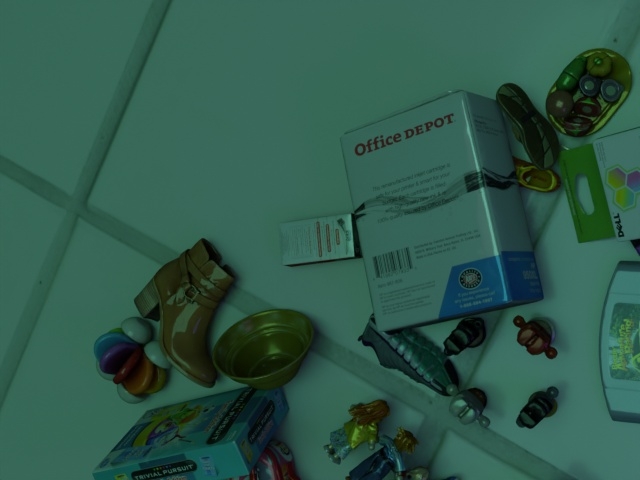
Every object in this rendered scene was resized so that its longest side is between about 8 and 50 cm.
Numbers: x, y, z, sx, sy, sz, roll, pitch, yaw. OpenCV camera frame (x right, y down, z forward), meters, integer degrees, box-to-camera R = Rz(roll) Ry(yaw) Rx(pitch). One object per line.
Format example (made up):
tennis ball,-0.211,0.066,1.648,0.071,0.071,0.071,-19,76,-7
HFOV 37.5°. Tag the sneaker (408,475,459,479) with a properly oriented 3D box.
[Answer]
sneaker,0.195,0.485,1.853,0.152,0.058,0.085,-39,82,23

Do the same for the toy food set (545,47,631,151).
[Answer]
toy food set,0.485,-0.266,1.765,0.128,0.071,0.218,40,102,20

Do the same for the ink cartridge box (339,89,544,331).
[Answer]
ink cartridge box,0.225,-0.049,1.783,0.285,0.166,0.395,-16,80,35

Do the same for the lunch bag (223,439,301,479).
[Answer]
lunch bag,-0.138,0.568,1.966,0.258,0.120,0.293,-12,84,18

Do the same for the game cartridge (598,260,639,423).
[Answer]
game cartridge,0.604,0.186,1.700,0.196,0.060,0.294,2,87,27

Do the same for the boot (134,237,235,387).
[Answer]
boot,-0.257,0.156,2.054,0.220,0.109,0.283,-42,65,12

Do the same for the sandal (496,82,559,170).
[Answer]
sandal,0.387,-0.213,1.777,0.072,0.049,0.180,-32,86,-15

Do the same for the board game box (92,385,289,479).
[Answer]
board game box,-0.262,0.410,1.943,0.336,0.254,0.079,-17,104,21

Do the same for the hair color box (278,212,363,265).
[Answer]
hair color box,0.000,0.000,1.968,0.167,0.053,0.093,-7,83,24

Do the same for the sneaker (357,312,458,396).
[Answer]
sneaker,0.175,0.238,1.882,0.223,0.083,0.098,44,133,16

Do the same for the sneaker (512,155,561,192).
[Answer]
sneaker,0.374,-0.133,1.808,0.175,0.067,0.064,12,93,25

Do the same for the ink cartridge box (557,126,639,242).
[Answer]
ink cartridge box,0.524,-0.092,1.666,0.255,0.097,0.189,-14,91,46

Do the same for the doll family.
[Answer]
doll family,0.107,0.407,1.831,0.163,0.118,0.263,-44,51,12

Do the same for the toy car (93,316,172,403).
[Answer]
toy car,-0.429,0.268,2.090,0.182,0.136,0.159,42,103,20

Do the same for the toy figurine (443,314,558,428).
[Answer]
toy figurine,0.339,0.244,1.766,0.213,0.148,0.210,-4,91,21

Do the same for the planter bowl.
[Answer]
planter bowl,-0.107,0.245,1.955,0.217,0.217,0.090,-3,124,23

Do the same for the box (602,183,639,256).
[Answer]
box,0.586,-0.061,1.706,0.116,0.029,0.162,-45,67,47
